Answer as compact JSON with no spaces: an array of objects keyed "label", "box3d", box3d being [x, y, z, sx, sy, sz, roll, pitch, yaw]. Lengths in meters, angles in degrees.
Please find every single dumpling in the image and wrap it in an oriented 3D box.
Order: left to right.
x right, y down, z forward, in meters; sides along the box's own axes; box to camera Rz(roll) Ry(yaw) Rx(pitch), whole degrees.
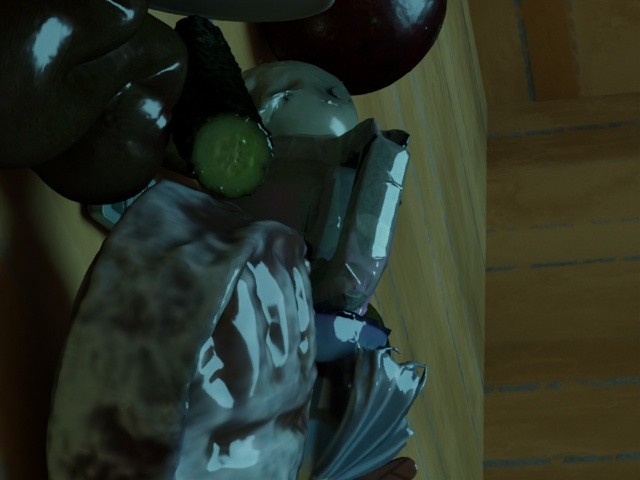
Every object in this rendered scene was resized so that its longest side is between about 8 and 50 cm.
[{"label":"dumpling","box3d":[-0.025,-0.090,1.669,0.247,0.142,0.173,-28,120,-60]}]

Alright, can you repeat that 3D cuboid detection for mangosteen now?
[{"label":"mangosteen","box3d":[0.015,-0.283,1.857,0.257,0.215,0.215,44,31,-24]}]

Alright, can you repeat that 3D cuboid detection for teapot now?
[{"label":"teapot","box3d":[0.007,0.006,1.490,0.163,0.221,0.178,37,52,-45]}]

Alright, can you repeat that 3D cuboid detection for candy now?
[{"label":"candy","box3d":[-0.089,0.110,1.135,0.214,0.157,0.290,-34,137,-65]}]

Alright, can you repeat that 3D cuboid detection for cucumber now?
[{"label":"cucumber","box3d":[-0.085,-0.109,1.245,0.293,0.067,0.068,-114,-168,-66]}]

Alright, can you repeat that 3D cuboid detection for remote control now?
[{"label":"remote control","box3d":[-0.147,-0.023,1.327,0.162,0.029,0.061,45,40,-65]}]

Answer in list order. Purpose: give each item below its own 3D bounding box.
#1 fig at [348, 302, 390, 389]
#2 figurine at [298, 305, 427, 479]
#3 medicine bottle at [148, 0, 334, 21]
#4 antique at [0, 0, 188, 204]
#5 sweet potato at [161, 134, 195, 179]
[{"label":"fig","box3d":[-0.018,0.082,1.700,0.170,0.145,0.274,-68,134,-72]},{"label":"figurine","box3d":[-0.015,0.252,1.353,0.248,0.276,0.388,-25,-123,55]},{"label":"medicine bottle","box3d":[-0.070,-0.339,1.304,0.241,0.241,0.302,35,61,-75]},{"label":"antique","box3d":[-0.166,-0.099,1.050,0.257,0.121,0.143,47,50,-72]},{"label":"sweet potato","box3d":[-0.126,-0.096,1.361,0.273,0.075,0.075,21,65,-74]}]
